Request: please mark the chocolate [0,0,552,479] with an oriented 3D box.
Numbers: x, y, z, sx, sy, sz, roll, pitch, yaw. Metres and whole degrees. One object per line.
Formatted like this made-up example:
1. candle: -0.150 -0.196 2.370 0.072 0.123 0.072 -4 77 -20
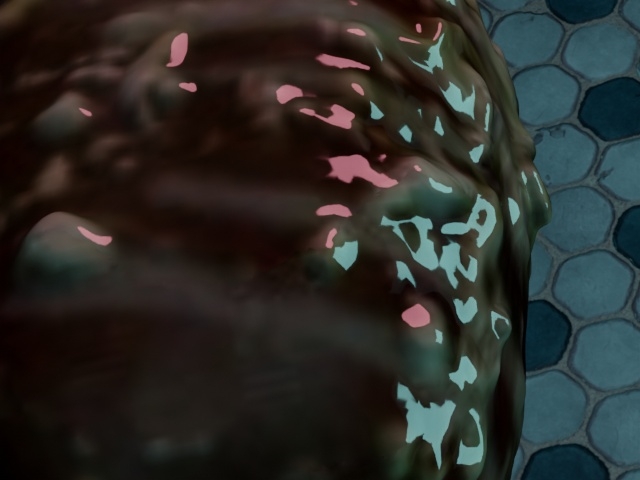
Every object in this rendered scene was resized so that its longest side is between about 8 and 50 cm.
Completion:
1. chocolate: -0.017 0.008 0.639 0.225 0.210 0.340 57 28 -45
